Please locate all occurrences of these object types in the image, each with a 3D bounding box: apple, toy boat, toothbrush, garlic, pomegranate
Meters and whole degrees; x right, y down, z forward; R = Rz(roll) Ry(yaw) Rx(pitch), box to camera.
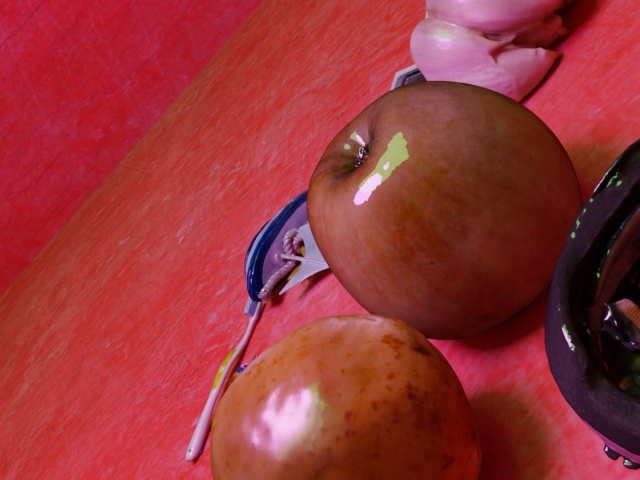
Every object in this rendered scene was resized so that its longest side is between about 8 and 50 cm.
[{"bbox_3d":[0.115,-0.036,0.902,0.257,0.234,0.257,-45,23,25],"label":"apple"},{"bbox_3d":[0.000,0.000,1.284,0.291,0.067,0.220,2,56,58],"label":"toy boat"},{"bbox_3d":[-0.135,0.195,1.308,0.022,0.026,0.263,-22,41,51],"label":"toothbrush"},{"bbox_3d":[0.226,-0.308,1.146,0.203,0.184,0.281,11,60,37],"label":"garlic"},{"bbox_3d":[0.019,0.179,0.791,0.248,0.248,0.248,-41,26,25],"label":"pomegranate"}]

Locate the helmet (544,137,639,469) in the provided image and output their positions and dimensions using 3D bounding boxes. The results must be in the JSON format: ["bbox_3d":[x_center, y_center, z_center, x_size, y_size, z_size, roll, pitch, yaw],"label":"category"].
[{"bbox_3d":[0.261,0.047,0.615,0.198,0.154,0.253,27,55,28],"label":"helmet"}]

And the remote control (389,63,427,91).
[{"bbox_3d":[0.126,-0.146,1.240,0.103,0.055,0.277,-18,40,38],"label":"remote control"}]

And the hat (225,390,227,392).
[{"bbox_3d":[-0.096,0.230,1.175,0.058,0.042,0.087,-34,62,53],"label":"hat"}]

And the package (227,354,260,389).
[{"bbox_3d":[-0.112,0.200,1.240,0.110,0.033,0.077,-57,17,-18],"label":"package"}]
